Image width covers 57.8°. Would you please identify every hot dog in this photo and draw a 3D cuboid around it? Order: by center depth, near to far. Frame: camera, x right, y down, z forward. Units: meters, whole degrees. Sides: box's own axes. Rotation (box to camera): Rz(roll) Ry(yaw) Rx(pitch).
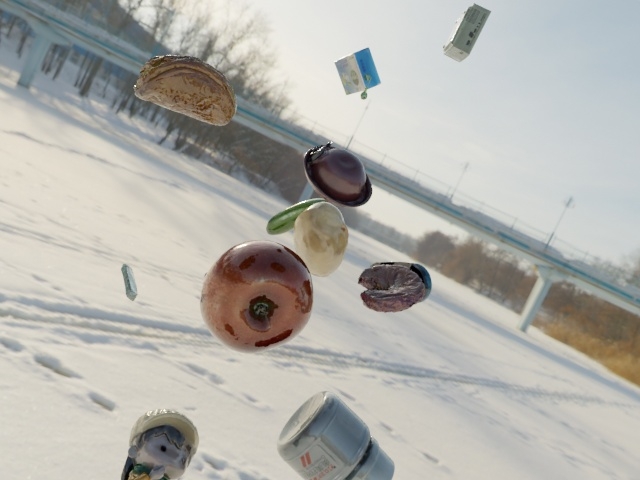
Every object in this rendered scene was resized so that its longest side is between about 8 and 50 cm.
[{"bbox_3d":[-0.348,-0.397,1.543,0.272,0.122,0.196,11,-15,-36],"label":"hot dog"}]

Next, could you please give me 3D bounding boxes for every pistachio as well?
[{"bbox_3d":[0.000,0.000,1.966,0.187,0.187,0.299,27,-37,21],"label":"pistachio"}]

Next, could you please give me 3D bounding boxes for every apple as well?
[{"bbox_3d":[-0.186,0.169,1.718,0.348,0.349,0.277,25,6,-21],"label":"apple"}]

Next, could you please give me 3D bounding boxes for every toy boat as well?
[{"bbox_3d":[0.281,0.131,1.923,0.092,0.134,0.298,-7,3,-31],"label":"toy boat"}]

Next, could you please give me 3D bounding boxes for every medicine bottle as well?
[{"bbox_3d":[0.048,0.634,1.738,0.306,0.245,0.245,45,0,-5],"label":"medicine bottle"}]

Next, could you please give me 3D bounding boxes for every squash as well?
[{"bbox_3d":[-0.081,-0.089,2.084,0.292,0.082,0.082,-21,-28,32],"label":"squash"}]

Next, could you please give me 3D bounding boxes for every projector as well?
[{"bbox_3d":[0.357,-0.513,1.436,0.061,0.115,0.147,27,10,-2],"label":"projector"}]

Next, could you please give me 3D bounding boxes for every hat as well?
[{"bbox_3d":[0.054,-0.176,1.496,0.205,0.206,0.089,17,-40,-22],"label":"hat"}]

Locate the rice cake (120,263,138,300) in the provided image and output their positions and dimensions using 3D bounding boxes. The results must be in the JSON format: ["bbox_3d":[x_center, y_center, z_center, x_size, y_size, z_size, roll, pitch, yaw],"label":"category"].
[{"bbox_3d":[-0.732,0.157,2.218,0.043,0.034,0.211,47,3,-37],"label":"rice cake"}]

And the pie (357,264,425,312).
[{"bbox_3d":[0.209,0.139,1.750,0.204,0.054,0.219,-10,28,-12],"label":"pie"}]

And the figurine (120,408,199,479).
[{"bbox_3d":[-0.428,0.583,1.450,0.204,0.332,0.185,-12,-46,47],"label":"figurine"}]

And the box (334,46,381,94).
[{"bbox_3d":[0.137,-0.629,2.172,0.139,0.073,0.194,69,-15,-14],"label":"box"}]

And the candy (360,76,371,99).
[{"bbox_3d":[0.145,-0.477,1.817,0.025,0.083,0.023,-20,60,-33],"label":"candy"}]

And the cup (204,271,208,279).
[{"bbox_3d":[-0.331,0.137,2.019,0.134,0.174,0.141,20,-10,-39],"label":"cup"}]
